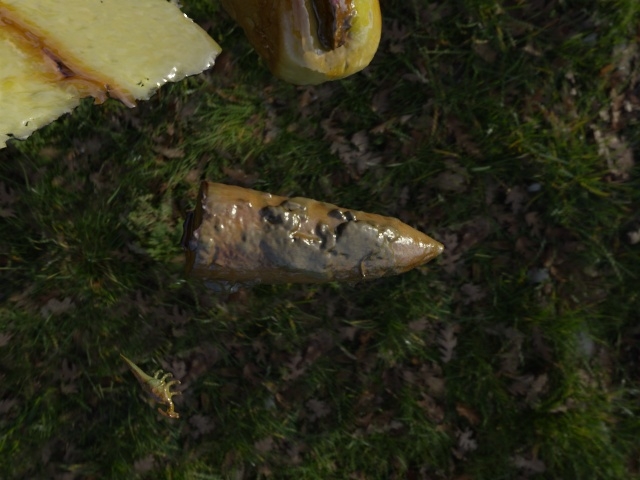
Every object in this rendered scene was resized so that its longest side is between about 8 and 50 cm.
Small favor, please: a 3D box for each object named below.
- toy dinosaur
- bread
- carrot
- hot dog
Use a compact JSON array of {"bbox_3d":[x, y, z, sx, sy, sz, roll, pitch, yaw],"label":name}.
[{"bbox_3d":[-0.212,0.180,0.891,0.041,0.026,0.113,-32,76,-35],"label":"toy dinosaur"},{"bbox_3d":[-0.348,-0.232,0.580,0.405,0.242,0.345,17,45,17],"label":"bread"},{"bbox_3d":[0.000,0.000,0.665,0.263,0.102,0.101,5,87,-19],"label":"carrot"},{"bbox_3d":[-0.055,-0.433,1.023,0.185,0.223,0.405,-21,64,-28],"label":"hot dog"}]
